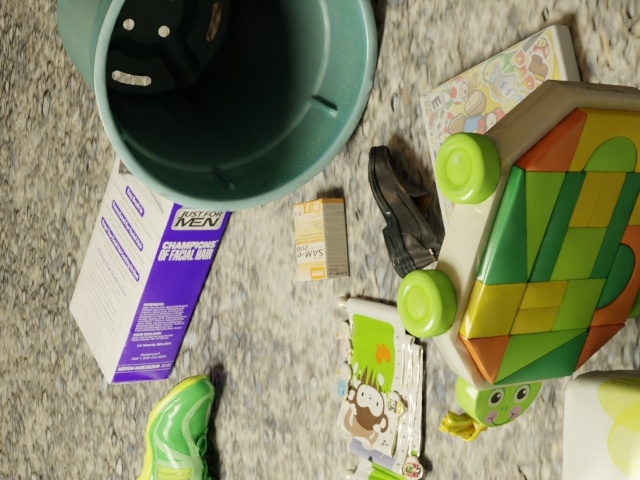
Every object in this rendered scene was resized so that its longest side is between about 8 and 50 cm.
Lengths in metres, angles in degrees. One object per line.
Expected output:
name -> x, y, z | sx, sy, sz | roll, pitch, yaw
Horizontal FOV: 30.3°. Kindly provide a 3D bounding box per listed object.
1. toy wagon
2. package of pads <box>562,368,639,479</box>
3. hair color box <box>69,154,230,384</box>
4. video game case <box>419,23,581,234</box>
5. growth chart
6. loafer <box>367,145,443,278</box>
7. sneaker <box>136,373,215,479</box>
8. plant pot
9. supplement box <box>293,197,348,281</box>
toy wagon -> 0.191, 0.033, 1.013 | 0.068, 0.267, 0.344 | 38, 121, 47
package of pads -> 0.311, 0.264, 0.997 | 0.229, 0.101, 0.296 | 4, 93, 52
hair color box -> -0.255, 0.024, 1.738 | 0.185, 0.110, 0.338 | 52, 131, 40
video game case -> 0.194, -0.077, 1.207 | 0.206, 0.026, 0.226 | -24, 72, 50
growth chart -> 0.068, 0.183, 1.385 | 0.172, 0.021, 0.237 | -5, 86, 54
loafer -> 0.096, -0.039, 1.325 | 0.061, 0.062, 0.170 | -21, 61, 11
sneaker -> -0.192, 0.325, 1.686 | 0.124, 0.109, 0.295 | 24, 108, 23
plant pot -> -0.158, -0.253, 1.450 | 0.334, 0.341, 0.341 | 41, 122, 55
supplement box -> 0.000, 0.000, 1.456 | 0.062, 0.036, 0.098 | -10, 83, 53
